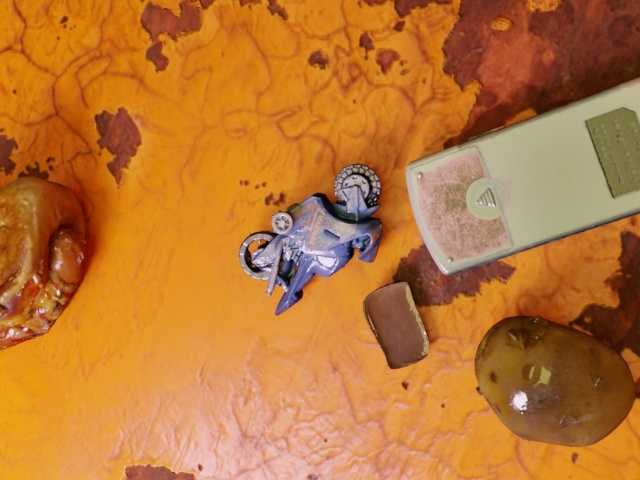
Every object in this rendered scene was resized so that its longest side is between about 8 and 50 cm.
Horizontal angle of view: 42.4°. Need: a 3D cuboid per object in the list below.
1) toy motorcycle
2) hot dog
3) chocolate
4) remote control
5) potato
[{"bbox_3d":[0.000,0.000,0.987,0.205,0.076,0.114,-35,92,15],"label":"toy motorcycle"},{"bbox_3d":[-0.397,0.050,1.058,0.257,0.150,0.153,-40,75,14],"label":"hot dog"},{"bbox_3d":[0.091,0.100,0.988,0.065,0.031,0.100,-25,91,-2],"label":"chocolate"},{"bbox_3d":[0.270,-0.076,0.916,0.344,0.050,0.145,-19,89,16],"label":"remote control"},{"bbox_3d":[0.254,0.156,0.901,0.176,0.137,0.137,19,99,10],"label":"potato"}]
